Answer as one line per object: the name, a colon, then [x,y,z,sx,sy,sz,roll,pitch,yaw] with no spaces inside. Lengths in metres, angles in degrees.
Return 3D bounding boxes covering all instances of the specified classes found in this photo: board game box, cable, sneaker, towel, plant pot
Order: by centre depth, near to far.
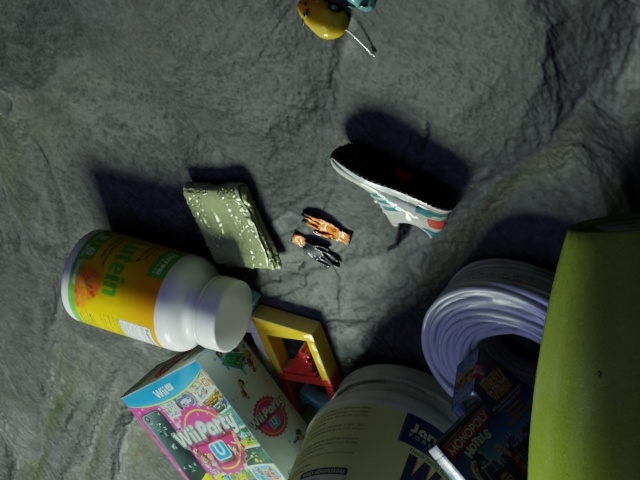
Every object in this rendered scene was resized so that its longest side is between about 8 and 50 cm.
plant pot: [0.343,0.124,1.520,0.275,0.275,0.293,-2,99,37]
board game box: [0.210,0.235,1.680,0.194,0.194,0.060,49,140,7]
sneaker: [0.079,-0.053,1.691,0.161,0.057,0.075,25,135,8]
cable: [0.250,0.134,1.739,0.257,0.089,0.257,13,136,26]
towel: [-0.117,-0.019,1.891,0.110,0.027,0.148,2,132,35]
board game box: [-0.122,0.295,2.078,0.303,0.097,0.224,54,139,-6]

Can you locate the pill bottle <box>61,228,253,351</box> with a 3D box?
pill bottle: [-0.223,0.075,1.972,0.246,0.136,0.136,14,137,26]

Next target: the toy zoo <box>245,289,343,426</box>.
toy zoo: [-0.057,0.189,2.059,0.192,0.030,0.293,6,133,32]

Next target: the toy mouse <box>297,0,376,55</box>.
toy mouse: [0.004,-0.278,1.534,0.161,0.031,0.143,30,141,6]

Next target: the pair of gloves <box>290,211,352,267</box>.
pair of gloves: [0.000,0.000,1.840,0.074,0.010,0.083,30,142,6]

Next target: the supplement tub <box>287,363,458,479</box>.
supplement tub: [0.068,0.346,1.874,0.235,0.325,0.235,12,134,13]
